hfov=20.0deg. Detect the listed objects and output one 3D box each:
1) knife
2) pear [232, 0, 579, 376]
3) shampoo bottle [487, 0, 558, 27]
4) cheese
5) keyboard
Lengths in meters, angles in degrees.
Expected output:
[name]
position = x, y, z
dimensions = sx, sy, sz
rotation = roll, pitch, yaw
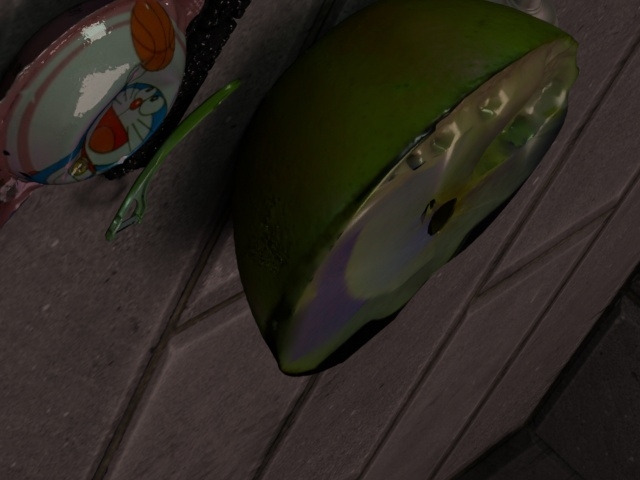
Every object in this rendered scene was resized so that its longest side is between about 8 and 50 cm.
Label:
[knife]
position = -0.119, -0.069, 1.444
dimensions = 0.166, 0.022, 0.078
rotation = -52, -179, 20
[pear]
position = 0.049, -0.079, 1.648
dimensions = 0.399, 0.165, 0.399
rotation = -42, 163, -17
[shampoo bottle]
position = 0.175, -0.168, 1.886
dimensions = 0.092, 0.092, 0.303
rotation = -35, 158, -35
[cheese]
position = -0.187, -0.074, 1.253
dimensions = 0.286, 0.074, 0.189
rotation = -46, 161, 0
[keyboard]
position = -0.100, -0.139, 1.405
dimensions = 0.231, 0.023, 0.072
rotation = -55, 164, 25
